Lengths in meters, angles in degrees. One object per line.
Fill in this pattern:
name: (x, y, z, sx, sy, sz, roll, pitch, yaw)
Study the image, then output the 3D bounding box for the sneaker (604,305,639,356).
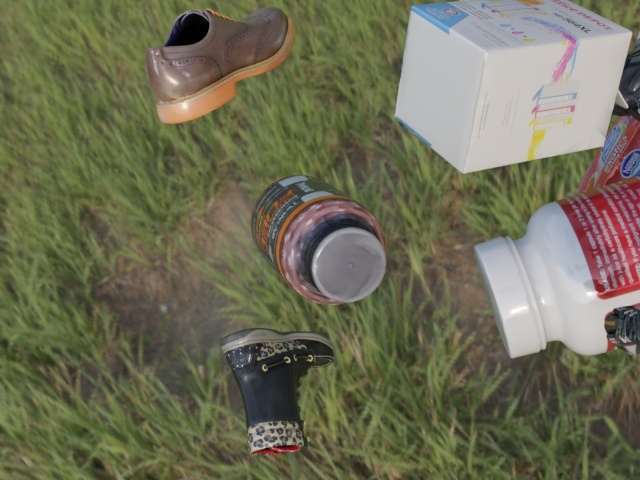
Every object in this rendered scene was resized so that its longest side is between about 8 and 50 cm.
sneaker: (0.349, 0.102, 1.064, 0.077, 0.178, 0.071, 15, 80, 14)

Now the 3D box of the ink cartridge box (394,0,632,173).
ink cartridge box: (0.141, -0.116, 0.690, 0.143, 0.089, 0.092, -13, 37, -26)

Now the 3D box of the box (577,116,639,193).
box: (0.613, -0.159, 1.872, 0.123, 0.256, 0.128, 21, 28, -6)

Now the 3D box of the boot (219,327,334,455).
boot: (-0.048, 0.227, 1.447, 0.085, 0.236, 0.178, -26, 67, 29)

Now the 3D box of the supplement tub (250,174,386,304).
supplement tub: (0.000, 0.000, 0.949, 0.106, 0.106, 0.198, -29, 19, -8)

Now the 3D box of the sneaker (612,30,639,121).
sneaker: (0.475, -0.221, 1.324, 0.269, 0.101, 0.153, -25, 35, -28)

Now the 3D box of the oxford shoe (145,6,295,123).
oxford shoe: (-0.151, -0.320, 1.561, 0.130, 0.132, 0.363, -4, 29, 29)

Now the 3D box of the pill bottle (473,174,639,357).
pill bottle: (0.441, 0.029, 1.390, 0.408, 0.229, 0.229, -17, 43, 5)
